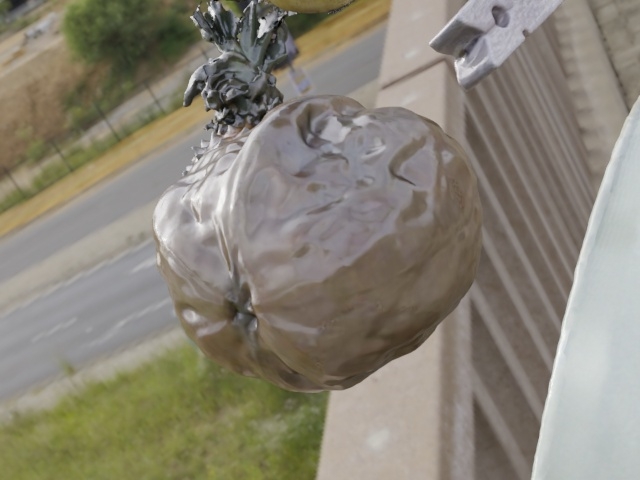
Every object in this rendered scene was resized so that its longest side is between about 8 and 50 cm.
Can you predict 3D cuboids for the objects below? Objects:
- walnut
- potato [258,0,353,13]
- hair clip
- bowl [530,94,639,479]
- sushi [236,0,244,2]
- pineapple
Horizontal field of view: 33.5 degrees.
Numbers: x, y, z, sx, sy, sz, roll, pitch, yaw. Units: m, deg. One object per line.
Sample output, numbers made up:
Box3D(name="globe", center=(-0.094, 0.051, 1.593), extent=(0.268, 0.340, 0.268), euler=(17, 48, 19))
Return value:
Box3D(name="walnut", center=(0.002, -0.001, 0.878), extent=(0.273, 0.227, 0.273), euler=(-34, 6, 4))
Box3D(name="potato", center=(-0.018, -0.198, 0.805), extent=(0.093, 0.036, 0.037), euler=(14, 65, 22))
Box3D(name="hair clip", center=(0.246, -0.305, 1.414), extent=(0.085, 0.101, 0.331), euler=(-34, 10, 44))
Box3D(name="bowl", center=(0.175, 0.084, 0.406), extent=(0.145, 0.277, 0.277), euler=(9, 37, 21))
Box3D(name="sushi", center=(-0.092, -0.312, 1.129), extent=(0.094, 0.084, 0.098), euler=(-10, -29, -27))
Box3D(name="pineapple", center=(-0.075, -0.102, 1.181), extent=(0.175, 0.175, 0.361), euler=(-14, 65, 38))
